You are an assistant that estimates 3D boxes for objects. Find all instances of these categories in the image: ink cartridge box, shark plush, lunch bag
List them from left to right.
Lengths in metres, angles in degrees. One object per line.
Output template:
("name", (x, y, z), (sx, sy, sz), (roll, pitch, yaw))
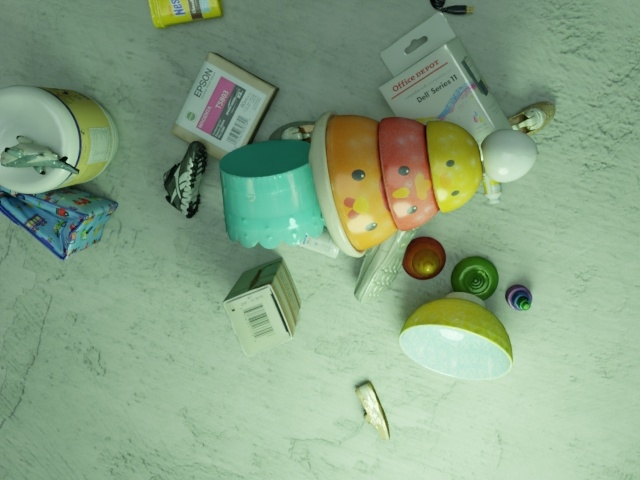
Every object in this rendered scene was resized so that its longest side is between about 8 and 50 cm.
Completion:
("shark plush", (-0.603, -0.173, 1.367), (0.161, 0.073, 0.067), (7, 123, -19))
("lunch bag", (-0.710, -0.098, 1.622), (0.293, 0.221, 0.138), (30, 101, -3))
("ink cartridge box", (-0.244, -0.332, 1.623), (0.193, 0.088, 0.234), (28, 102, -4))
("ink cartridge box", (0.288, -0.344, 1.539), (0.207, 0.119, 0.353), (-28, 99, 36))

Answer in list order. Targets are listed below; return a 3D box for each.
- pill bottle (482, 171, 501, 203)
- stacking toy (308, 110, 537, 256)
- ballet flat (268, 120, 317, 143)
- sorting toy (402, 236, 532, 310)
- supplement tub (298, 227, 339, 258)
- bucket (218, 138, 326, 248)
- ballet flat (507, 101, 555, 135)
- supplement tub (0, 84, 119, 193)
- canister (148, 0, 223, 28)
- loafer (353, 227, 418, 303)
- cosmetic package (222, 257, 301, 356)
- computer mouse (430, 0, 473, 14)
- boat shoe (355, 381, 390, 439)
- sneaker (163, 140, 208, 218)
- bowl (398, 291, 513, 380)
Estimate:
("pill bottle", (0.446, -0.139, 1.646), (0.043, 0.043, 0.083), (-11, 100, 5))
("stacking toy", (0.241, -0.169, 1.440), (0.480, 0.350, 0.350), (-11, 100, 18))
("ballet flat", (-0.034, -0.275, 1.633), (0.213, 0.068, 0.072), (-11, 100, 5))
("sorting toy", (0.390, 0.105, 1.654), (0.365, 0.126, 0.127), (22, 101, -1))
("supplement tub", (0.000, 0.000, 1.682), (0.107, 0.071, 0.071), (19, 101, -2))
("bucket", (-0.113, -0.122, 1.548), (0.281, 0.281, 0.183), (-5, 119, 4))
("ballet flat", (0.504, -0.288, 1.603), (0.206, 0.067, 0.073), (-28, 99, 8))
("supplement tub", (-0.646, -0.248, 1.535), (0.241, 0.331, 0.241), (0, 101, 2))
("canister", (-0.338, -0.608, 1.584), (0.170, 0.073, 0.126), (-8, 100, 3))
("loafer", (0.165, 0.015, 1.668), (0.111, 0.112, 0.319), (32, 101, 34))
("cosmetic package", (-0.139, 0.159, 1.605), (0.129, 0.296, 0.153), (-22, 100, 6))
("computer mouse", (0.388, -0.651, 1.544), (0.262, 0.060, 0.184), (-2, 100, 4))
("boat shoe", (0.145, 0.482, 1.773), (0.059, 0.063, 0.170), (-21, 90, 9))
("sneaker", (-0.358, -0.165, 1.633), (0.106, 0.078, 0.234), (27, 132, 8))
("bowl", (0.361, 0.229, 1.648), (0.289, 0.289, 0.156), (22, 58, -1))
